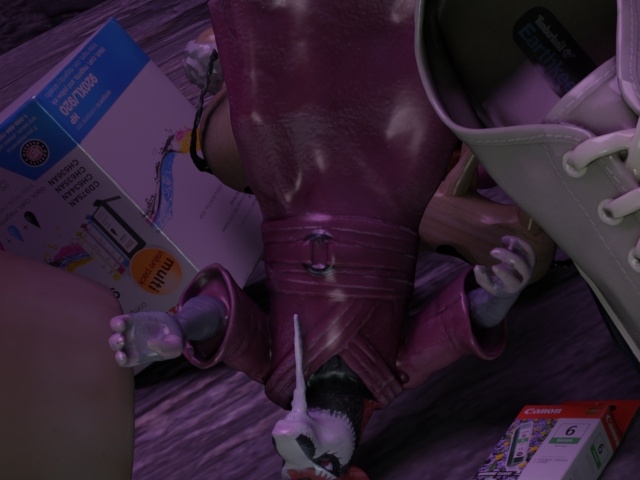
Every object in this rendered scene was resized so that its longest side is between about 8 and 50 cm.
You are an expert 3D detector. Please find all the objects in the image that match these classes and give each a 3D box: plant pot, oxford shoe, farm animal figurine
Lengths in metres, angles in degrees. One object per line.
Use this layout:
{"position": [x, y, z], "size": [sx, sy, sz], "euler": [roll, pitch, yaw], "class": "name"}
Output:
{"position": [-0.272, 0.117, 0.956], "size": [0.280, 0.323, 0.323], "euler": [4, 12, -21], "class": "plant pot"}
{"position": [0.194, -0.019, 0.810], "size": [0.169, 0.449, 0.130], "euler": [-45, -26, 11], "class": "oxford shoe"}
{"position": [0.043, -0.060, 1.284], "size": [0.327, 0.172, 0.330], "euler": [16, 17, -13], "class": "farm animal figurine"}

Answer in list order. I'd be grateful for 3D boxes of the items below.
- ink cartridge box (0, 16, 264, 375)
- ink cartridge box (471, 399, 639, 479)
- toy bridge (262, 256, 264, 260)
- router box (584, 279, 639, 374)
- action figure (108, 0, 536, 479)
{"position": [-0.180, -0.027, 1.324], "size": [0.171, 0.232, 0.168], "euler": [-35, 15, 30], "class": "ink cartridge box"}
{"position": [0.147, 0.122, 0.956], "size": [0.063, 0.029, 0.115], "euler": [-6, 28, 40], "class": "ink cartridge box"}
{"position": [0.010, -0.052, 1.421], "size": [0.188, 0.063, 0.026], "euler": [-67, 8, -24], "class": "toy bridge"}
{"position": [0.195, 0.028, 1.000], "size": [0.038, 0.122, 0.092], "euler": [-28, 20, 2], "class": "router box"}
{"position": [0.000, 0.000, 1.032], "size": [0.248, 0.370, 0.276], "euler": [6, -1, -3], "class": "action figure"}
